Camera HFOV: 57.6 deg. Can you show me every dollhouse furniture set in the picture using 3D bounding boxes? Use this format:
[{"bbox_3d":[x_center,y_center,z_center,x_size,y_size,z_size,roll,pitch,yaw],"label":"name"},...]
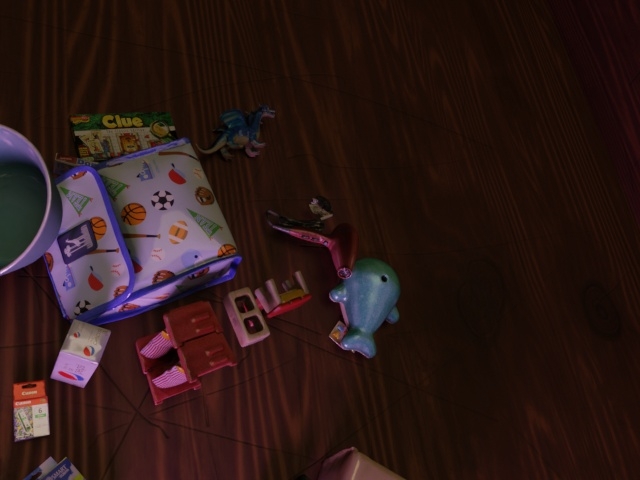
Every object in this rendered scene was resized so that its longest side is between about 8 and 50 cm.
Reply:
[{"bbox_3d":[-0.203,0.216,1.329,0.374,0.201,0.152,-15,74,-40],"label":"dollhouse furniture set"}]

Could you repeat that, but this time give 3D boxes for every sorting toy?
[{"bbox_3d":[0.068,0.261,1.561,0.083,0.012,0.062,41,53,-4],"label":"sorting toy"}]

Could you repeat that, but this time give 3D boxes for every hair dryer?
[{"bbox_3d":[0.000,0.000,1.591,0.223,0.080,0.293,-21,51,-33],"label":"hair dryer"}]

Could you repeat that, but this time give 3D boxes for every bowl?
[{"bbox_3d":[-0.641,-0.059,1.143,0.311,0.163,0.312,-1,79,4],"label":"bowl"}]

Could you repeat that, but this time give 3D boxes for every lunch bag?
[{"bbox_3d":[-0.417,-0.012,1.303,0.385,0.239,0.328,-20,77,-19],"label":"lunch bag"}]

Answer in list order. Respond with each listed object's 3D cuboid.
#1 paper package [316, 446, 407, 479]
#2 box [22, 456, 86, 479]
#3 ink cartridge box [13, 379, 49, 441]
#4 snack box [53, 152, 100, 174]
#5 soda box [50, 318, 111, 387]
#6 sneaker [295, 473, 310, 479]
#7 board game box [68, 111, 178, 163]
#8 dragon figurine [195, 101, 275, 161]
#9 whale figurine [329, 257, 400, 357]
[{"bbox_3d":[0.113,0.683,1.280,0.309,0.168,0.325,32,54,-11],"label":"paper package"},{"bbox_3d":[-0.482,0.500,1.098,0.178,0.042,0.109,48,29,0],"label":"box"},{"bbox_3d":[-0.577,0.336,1.157,0.063,0.029,0.115,-2,67,-29],"label":"ink cartridge box"},{"bbox_3d":[-0.545,-0.165,1.404,0.178,0.064,0.022,12,63,-24],"label":"snack box"},{"bbox_3d":[-0.477,0.228,1.150,0.074,0.216,0.069,23,56,-18],"label":"soda box"},{"bbox_3d":[-0.099,0.575,1.288,0.089,0.051,0.170,44,57,-8],"label":"sneaker"},{"bbox_3d":[-0.500,-0.267,1.504,0.259,0.030,0.136,-11,70,-33],"label":"board game box"},{"bbox_3d":[-0.246,-0.307,1.628,0.289,0.085,0.144,-16,74,-34],"label":"dragon figurine"},{"bbox_3d":[0.130,0.170,1.560,0.216,0.141,0.272,24,55,-17],"label":"whale figurine"}]
